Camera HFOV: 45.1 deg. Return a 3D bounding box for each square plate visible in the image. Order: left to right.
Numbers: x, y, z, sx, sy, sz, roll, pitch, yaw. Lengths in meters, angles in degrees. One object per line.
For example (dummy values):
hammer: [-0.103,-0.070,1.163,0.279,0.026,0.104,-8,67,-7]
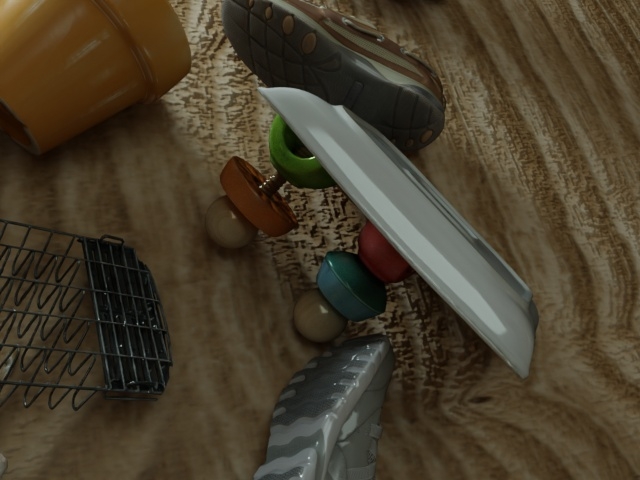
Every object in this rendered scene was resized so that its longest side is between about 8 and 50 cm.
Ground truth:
square plate: [0.113,-0.021,0.810,0.344,0.049,0.347,49,12,12]

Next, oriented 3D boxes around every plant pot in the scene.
plant pot: [-0.276,-0.199,0.825,0.205,0.205,0.188,40,70,5]

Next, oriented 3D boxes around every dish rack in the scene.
dish rack: [-0.269,0.066,0.693,0.272,0.074,0.208,13,42,-38]

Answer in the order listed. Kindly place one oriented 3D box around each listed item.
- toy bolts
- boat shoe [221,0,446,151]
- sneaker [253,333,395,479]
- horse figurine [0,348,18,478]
toy bolts: [0.000,0.000,0.864,0.228,0.158,0.218,50,12,20]
boat shoe: [0.022,-0.238,1.012,0.324,0.123,0.116,32,46,-8]
sneaker: [0.010,0.212,0.749,0.115,0.105,0.281,51,47,-24]
horse figurine: [-0.379,0.134,0.644,0.263,0.066,0.174,18,49,-13]
